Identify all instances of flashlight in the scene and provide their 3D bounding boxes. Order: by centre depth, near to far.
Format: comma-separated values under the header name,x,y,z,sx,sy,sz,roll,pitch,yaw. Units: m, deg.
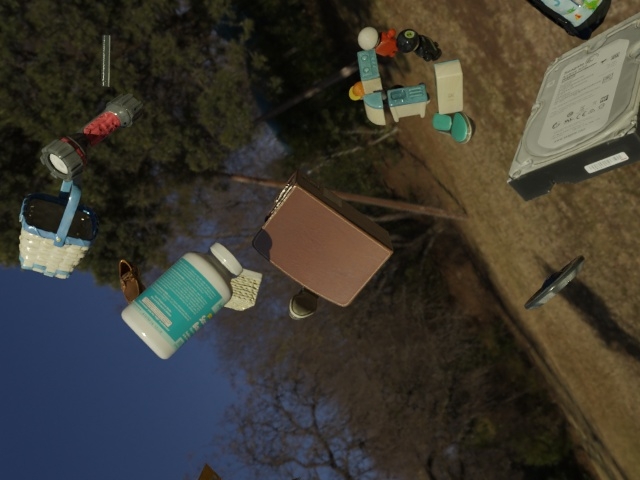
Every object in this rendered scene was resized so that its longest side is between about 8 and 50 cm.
name,x,y,z,sx,sy,sz,roll,pitch,yaw
flashlight,-0.572,-0.274,1.665,0.103,0.103,0.304,37,-128,0

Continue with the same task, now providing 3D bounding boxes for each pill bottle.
name,x,y,z,sx,sy,sz,roll,pitch,yaw
pill bottle,-0.297,0.125,1.445,0.146,0.264,0.146,42,164,15

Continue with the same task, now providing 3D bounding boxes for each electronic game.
name,x,y,z,sx,sy,sz,roll,pitch,yaw
electronic game,0.702,0.126,1.954,0.048,0.229,0.229,47,-170,12

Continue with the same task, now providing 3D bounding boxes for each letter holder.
name,x,y,z,sx,sy,sz,roll,pitch,yaw
letter holder,0.000,0.000,1.673,0.302,0.214,0.152,34,-164,-11

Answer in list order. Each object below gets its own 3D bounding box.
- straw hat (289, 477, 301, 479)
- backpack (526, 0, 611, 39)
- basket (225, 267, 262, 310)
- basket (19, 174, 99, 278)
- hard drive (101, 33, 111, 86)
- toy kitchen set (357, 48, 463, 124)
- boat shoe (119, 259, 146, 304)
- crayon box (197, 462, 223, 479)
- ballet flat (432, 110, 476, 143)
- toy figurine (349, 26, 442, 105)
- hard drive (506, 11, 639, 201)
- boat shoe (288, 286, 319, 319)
name,x,y,z,sx,sy,sz,roll,pitch,yaw
straw hat,-0.097,0.593,1.476,0.061,0.144,0.144,70,-166,13
backpack,0.620,-0.754,1.770,0.355,0.273,0.290,16,-136,-16
basket,-0.275,0.138,1.959,0.167,0.113,0.103,19,-115,-27
basket,-0.695,-0.069,1.750,0.201,0.289,0.255,13,-153,-24
hard drive,-0.587,-0.493,1.779,0.094,0.022,0.135,-137,51,-65
toy kitchen set,0.188,-0.360,1.392,0.122,0.207,0.166,67,-164,-61
boat shoe,-0.546,0.121,1.858,0.060,0.064,0.178,56,-178,-42
crayon box,-0.223,0.739,1.620,0.323,0.083,0.203,47,-170,-5
ballet flat,0.340,-0.280,1.577,0.213,0.068,0.072,-124,38,-67
toy figurine,0.189,-0.448,1.701,0.213,0.209,0.148,22,-165,40
hard drive,0.462,-0.236,1.102,0.064,0.237,0.339,41,-123,-19
boat shoe,-0.052,0.185,1.839,0.075,0.065,0.206,34,-158,0
